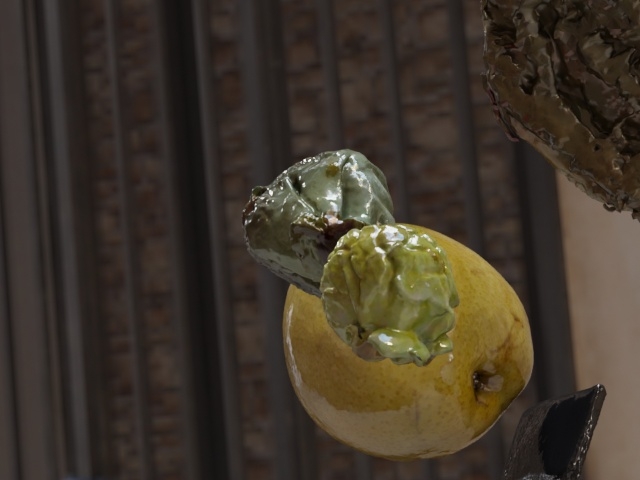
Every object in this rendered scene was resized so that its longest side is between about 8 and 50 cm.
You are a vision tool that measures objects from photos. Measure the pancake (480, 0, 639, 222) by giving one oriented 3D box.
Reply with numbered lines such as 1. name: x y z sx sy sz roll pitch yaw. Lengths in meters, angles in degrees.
1. pancake: 0.297 -0.175 1.547 0.382 0.382 0.071 -8 19 30

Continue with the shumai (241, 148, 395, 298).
1. shumai: -0.006 0.001 2.121 0.184 0.184 0.142 -6 12 14

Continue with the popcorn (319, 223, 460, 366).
1. popcorn: 0.064 0.049 1.874 0.141 0.135 0.162 9 44 25

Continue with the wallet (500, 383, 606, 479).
1. wallet: 0.272 0.242 2.328 0.025 0.124 0.244 23 -16 -9

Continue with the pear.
1. pear: 0.106 0.124 2.379 0.314 0.314 0.314 -5 -6 0
